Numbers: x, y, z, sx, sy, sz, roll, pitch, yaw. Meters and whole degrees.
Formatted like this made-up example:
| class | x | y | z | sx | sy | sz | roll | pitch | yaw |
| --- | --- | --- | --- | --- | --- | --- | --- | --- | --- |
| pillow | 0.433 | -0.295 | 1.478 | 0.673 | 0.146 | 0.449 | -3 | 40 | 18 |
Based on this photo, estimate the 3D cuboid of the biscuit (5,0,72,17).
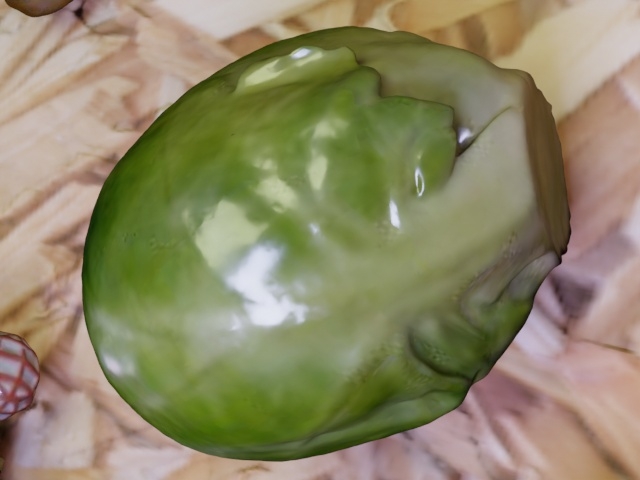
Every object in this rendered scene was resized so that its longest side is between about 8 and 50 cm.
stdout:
| class | x | y | z | sx | sy | sz | roll | pitch | yaw |
| --- | --- | --- | --- | --- | --- | --- | --- | --- | --- |
| biscuit | -0.134 | -0.310 | 1.115 | 0.291 | 0.062 | 0.237 | -42 | 55 | 19 |

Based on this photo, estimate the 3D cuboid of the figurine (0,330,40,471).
| class | x | y | z | sx | sy | sz | roll | pitch | yaw |
| --- | --- | --- | --- | --- | --- | --- | --- | --- | --- |
| figurine | -0.303 | 0.119 | 1.046 | 0.281 | 0.167 | 0.370 | -35 | 48 | 18 |

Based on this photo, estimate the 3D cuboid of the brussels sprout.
| class | x | y | z | sx | sy | sz | roll | pitch | yaw |
| --- | --- | --- | --- | --- | --- | --- | --- | --- | --- |
| brussels sprout | 0.000 | 0.000 | 0.819 | 0.244 | 0.244 | 0.244 | -12 | 69 | 34 |
